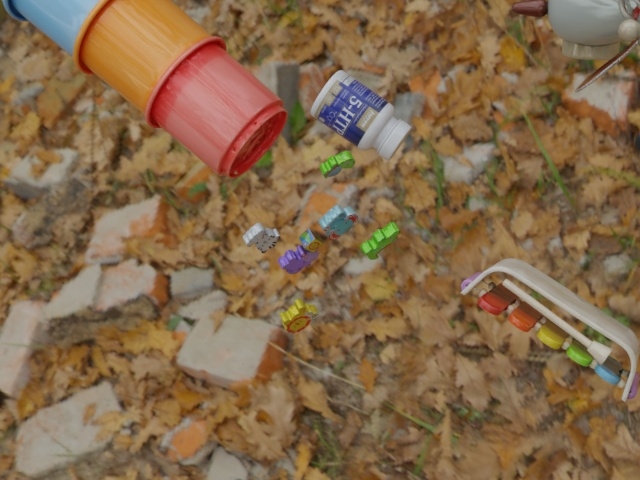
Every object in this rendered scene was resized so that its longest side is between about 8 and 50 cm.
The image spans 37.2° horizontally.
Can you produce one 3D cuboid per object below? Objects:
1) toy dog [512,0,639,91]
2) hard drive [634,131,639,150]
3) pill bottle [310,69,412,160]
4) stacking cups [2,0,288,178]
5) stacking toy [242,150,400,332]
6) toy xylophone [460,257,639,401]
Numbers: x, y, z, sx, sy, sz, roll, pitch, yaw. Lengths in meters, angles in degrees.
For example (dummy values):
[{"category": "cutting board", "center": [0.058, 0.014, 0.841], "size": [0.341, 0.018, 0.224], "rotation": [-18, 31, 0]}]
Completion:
[{"category": "toy dog", "center": [0.361, -0.306, 1.262], "size": [0.161, 0.334, 0.220], "rotation": [-4, 89, -3]}, {"category": "hard drive", "center": [0.300, -0.125, 0.726], "size": [0.022, 0.135, 0.094], "rotation": [39, 71, 2]}, {"category": "pill bottle", "center": [0.085, -0.247, 1.911], "size": [0.187, 0.112, 0.112], "rotation": [35, 83, 4]}, {"category": "stacking cups", "center": [-0.159, -0.162, 0.623], "size": [0.316, 0.096, 0.096], "rotation": [41, 86, 11]}, {"category": "stacking toy", "center": [0.000, 0.000, 1.331], "size": [0.221, 0.052, 0.167], "rotation": [-42, 54, 19]}, {"category": "toy xylophone", "center": [0.367, 0.128, 1.491], "size": [0.323, 0.236, 0.081], "rotation": [37, 107, 23]}]
